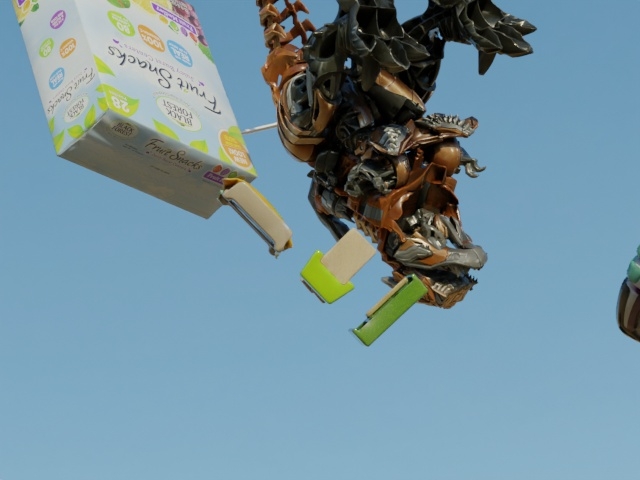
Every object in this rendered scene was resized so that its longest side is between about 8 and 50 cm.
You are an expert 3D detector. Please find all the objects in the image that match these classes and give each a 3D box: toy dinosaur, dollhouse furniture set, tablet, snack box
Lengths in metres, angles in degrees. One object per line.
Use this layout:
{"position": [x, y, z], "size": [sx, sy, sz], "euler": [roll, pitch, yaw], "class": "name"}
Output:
{"position": [0.027, -0.104, 1.487], "size": [0.164, 0.322, 0.218], "euler": [-41, -10, -47], "class": "toy dinosaur"}
{"position": [0.000, 0.000, 1.336], "size": [0.058, 0.151, 0.076], "euler": [-44, 1, -5], "class": "dollhouse furniture set"}
{"position": [-0.072, -0.093, 1.704], "size": [0.054, 0.006, 0.083], "euler": [-10, 5, 32], "class": "tablet"}
{"position": [-0.157, -0.135, 1.608], "size": [0.070, 0.207, 0.174], "euler": [-39, -38, 25], "class": "snack box"}

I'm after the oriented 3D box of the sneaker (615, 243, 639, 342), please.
{"position": [0.256, -0.005, 1.165], "size": [0.083, 0.098, 0.223], "euler": [-34, -26, -47], "class": "sneaker"}
